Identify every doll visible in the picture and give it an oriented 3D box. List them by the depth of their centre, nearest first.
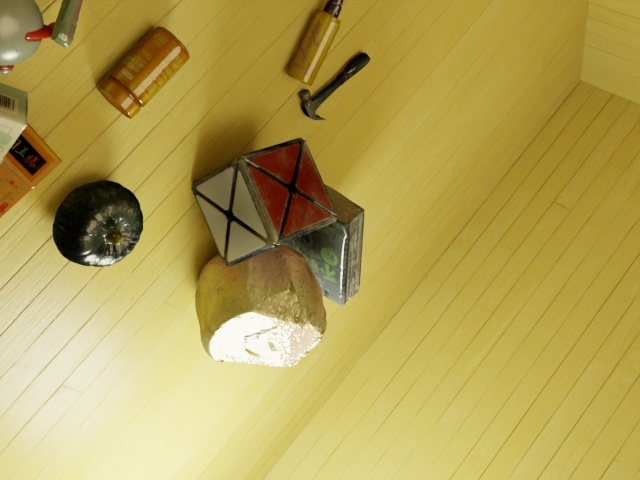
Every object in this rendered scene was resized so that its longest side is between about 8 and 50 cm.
[{"bbox_3d":[-0.595,-0.369,1.103,0.336,0.105,0.199,-10,127,-43],"label":"doll"}]

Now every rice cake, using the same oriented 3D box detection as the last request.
[{"bbox_3d":[-0.449,-0.446,1.210,0.033,0.033,0.207,37,56,-54],"label":"rice cake"}]

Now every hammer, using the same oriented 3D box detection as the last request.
[{"bbox_3d":[0.052,-0.478,2.023,0.290,0.037,0.137,-44,149,-19],"label":"hammer"}]

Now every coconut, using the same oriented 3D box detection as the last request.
[{"bbox_3d":[-0.193,0.174,2.016,0.404,0.404,0.404,-37,146,-30],"label":"coconut"}]

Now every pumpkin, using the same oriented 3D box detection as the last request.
[{"bbox_3d":[-0.505,-0.034,1.517,0.212,0.152,0.211,-21,123,-37],"label":"pumpkin"}]

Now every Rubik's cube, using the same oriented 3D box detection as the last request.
[{"bbox_3d":[-0.155,-0.104,1.786,0.260,0.254,0.259,-22,-179,44],"label":"Rubik's cube"}]

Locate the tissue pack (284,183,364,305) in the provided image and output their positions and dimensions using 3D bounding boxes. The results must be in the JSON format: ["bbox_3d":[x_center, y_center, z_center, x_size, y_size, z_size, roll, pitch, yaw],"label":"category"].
[{"bbox_3d":[0.000,0.000,2.177,0.124,0.288,0.394,-37,146,-32],"label":"tissue pack"}]

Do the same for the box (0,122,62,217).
[{"bbox_3d":[-0.661,-0.126,1.269,0.274,0.076,0.174,-48,151,-15],"label":"box"}]

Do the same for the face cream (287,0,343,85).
[{"bbox_3d":[0.000,-0.564,1.814,0.078,0.078,0.273,5,115,-58],"label":"face cream"}]

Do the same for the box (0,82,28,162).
[{"bbox_3d":[-0.635,-0.221,1.078,0.269,0.079,0.135,16,141,-41],"label":"box"}]

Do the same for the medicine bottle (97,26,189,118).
[{"bbox_3d":[-0.380,-0.363,1.429,0.192,0.096,0.096,-49,151,-11],"label":"medicine bottle"}]
